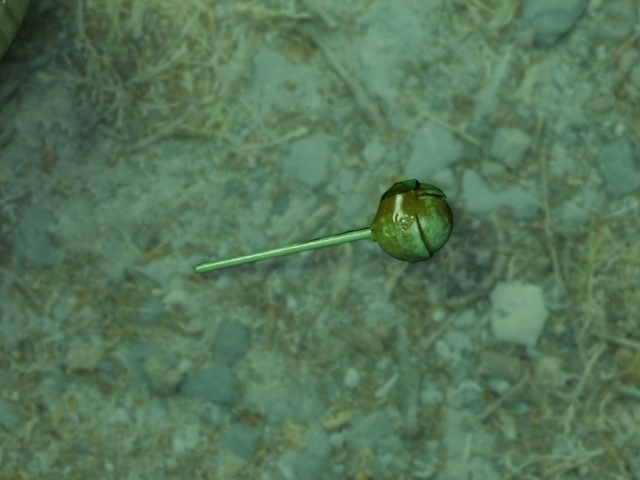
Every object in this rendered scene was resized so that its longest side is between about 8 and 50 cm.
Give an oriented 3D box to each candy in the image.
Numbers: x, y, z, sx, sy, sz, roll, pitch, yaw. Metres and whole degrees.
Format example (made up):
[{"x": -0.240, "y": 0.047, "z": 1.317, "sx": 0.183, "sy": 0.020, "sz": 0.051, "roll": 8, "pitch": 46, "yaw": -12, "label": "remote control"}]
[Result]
[{"x": 0.000, "y": 0.000, "z": 1.127, "sx": 0.203, "sy": 0.061, "sz": 0.061, "roll": -12, "pitch": 97, "yaw": 14, "label": "candy"}]

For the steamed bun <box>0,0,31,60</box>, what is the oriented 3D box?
[{"x": -0.395, "y": -0.156, "z": 1.028, "sx": 0.219, "sy": 0.310, "sz": 0.324, "roll": 45, "pitch": 118, "yaw": 38, "label": "steamed bun"}]
